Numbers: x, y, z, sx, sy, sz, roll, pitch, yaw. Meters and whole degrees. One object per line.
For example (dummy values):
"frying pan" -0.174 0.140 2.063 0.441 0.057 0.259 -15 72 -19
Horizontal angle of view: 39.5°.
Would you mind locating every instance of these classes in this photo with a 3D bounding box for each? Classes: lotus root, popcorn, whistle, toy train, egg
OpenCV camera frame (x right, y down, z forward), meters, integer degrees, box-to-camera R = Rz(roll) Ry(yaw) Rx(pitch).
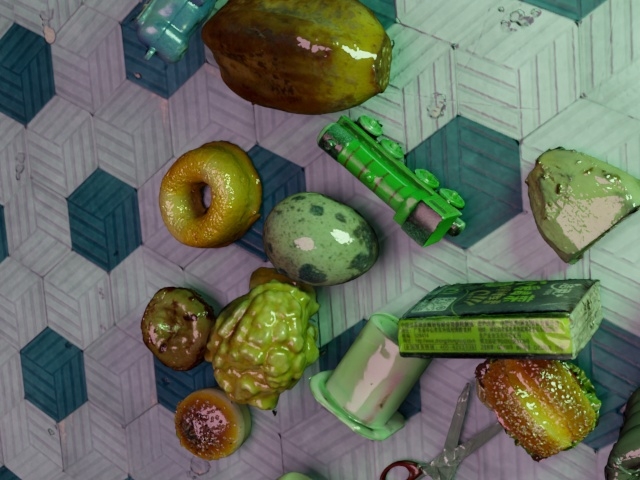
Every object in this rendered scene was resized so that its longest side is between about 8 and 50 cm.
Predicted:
"lotus root" -0.023 -0.283 1.298 0.291 0.193 0.193 18 106 34
"popcorn" -0.080 0.152 1.375 0.169 0.189 0.218 40 135 -2
"whistle" -0.193 -0.378 1.363 0.093 0.269 0.180 40 164 -19
"lotus root" 0.333 -0.054 1.177 0.144 0.070 0.143 44 115 17
"toy train" 0.099 -0.089 1.280 0.251 0.119 0.085 42 116 17
"egg" 0.000 0.000 1.336 0.182 0.141 0.141 16 105 19

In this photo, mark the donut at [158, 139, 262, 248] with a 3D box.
"donut" -0.192 -0.072 1.473 0.190 0.075 0.174 -25 85 31

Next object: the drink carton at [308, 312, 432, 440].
"drink carton" 0.085 0.193 1.322 0.146 0.144 0.142 39 108 19

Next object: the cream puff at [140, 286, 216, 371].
"cream puff" -0.234 0.147 1.525 0.149 0.084 0.148 4 100 25

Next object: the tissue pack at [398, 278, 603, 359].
"tissue pack" 0.242 0.104 1.195 0.236 0.173 0.073 -3 102 29

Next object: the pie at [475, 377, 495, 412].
"pie" 0.264 0.212 1.286 0.085 0.020 0.084 5 99 29

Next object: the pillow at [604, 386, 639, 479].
"pillow" 0.494 0.197 1.031 0.326 0.228 0.101 -25 91 29

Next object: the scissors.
"scissors" 0.192 0.328 1.337 0.144 0.017 0.247 38 118 20

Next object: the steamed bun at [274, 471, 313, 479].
"steamed bun" -0.022 0.502 1.416 0.200 0.155 0.250 -46 70 24

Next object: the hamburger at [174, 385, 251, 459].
"hamburger" -0.189 0.314 1.525 0.141 0.081 0.126 -12 92 30

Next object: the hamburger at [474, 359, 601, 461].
"hamburger" 0.297 0.212 1.214 0.137 0.087 0.166 -36 84 10
